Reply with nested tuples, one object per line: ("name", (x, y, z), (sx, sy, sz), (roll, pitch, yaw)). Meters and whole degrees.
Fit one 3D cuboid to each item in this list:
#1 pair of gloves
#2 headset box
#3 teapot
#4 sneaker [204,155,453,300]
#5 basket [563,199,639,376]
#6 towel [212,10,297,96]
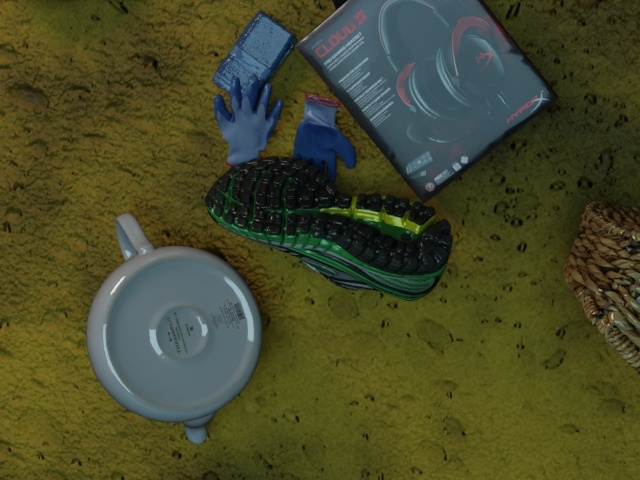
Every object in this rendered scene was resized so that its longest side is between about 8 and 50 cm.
("pair of gloves", (-0.046, -0.143, 1.359), (0.198, 0.023, 0.159), (12, 137, 5))
("headset box", (0.127, -0.231, 1.306), (0.218, 0.110, 0.293), (-38, 93, 14))
("teapot", (-0.211, 0.124, 1.401), (0.253, 0.187, 0.256), (26, 78, -16))
("sneaker", (0.000, 0.000, 1.358), (0.344, 0.134, 0.146), (21, 145, 14))
("basket", (0.394, 0.087, 1.229), (0.214, 0.299, 0.223), (14, 103, 6))
("towel", (-0.090, -0.247, 1.379), (0.067, 0.029, 0.119), (37, 105, 0))
